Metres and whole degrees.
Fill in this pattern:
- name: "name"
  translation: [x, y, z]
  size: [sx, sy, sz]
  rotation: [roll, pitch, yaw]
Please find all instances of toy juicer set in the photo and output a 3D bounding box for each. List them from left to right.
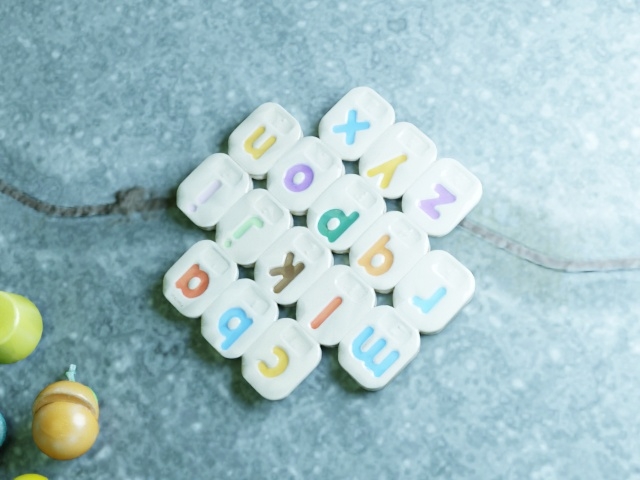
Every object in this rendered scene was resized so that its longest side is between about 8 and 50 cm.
- name: "toy juicer set"
  translation: [-0.344, 0.217, 1.051]
  size: [0.329, 0.089, 0.209]
  rotation: [-43, 81, -11]

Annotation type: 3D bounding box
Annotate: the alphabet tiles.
- name: "alphabet tiles"
  translation: [0.000, 0.000, 1.066]
  size: [0.278, 0.021, 0.284]
  rotation: [-46, 69, -4]
